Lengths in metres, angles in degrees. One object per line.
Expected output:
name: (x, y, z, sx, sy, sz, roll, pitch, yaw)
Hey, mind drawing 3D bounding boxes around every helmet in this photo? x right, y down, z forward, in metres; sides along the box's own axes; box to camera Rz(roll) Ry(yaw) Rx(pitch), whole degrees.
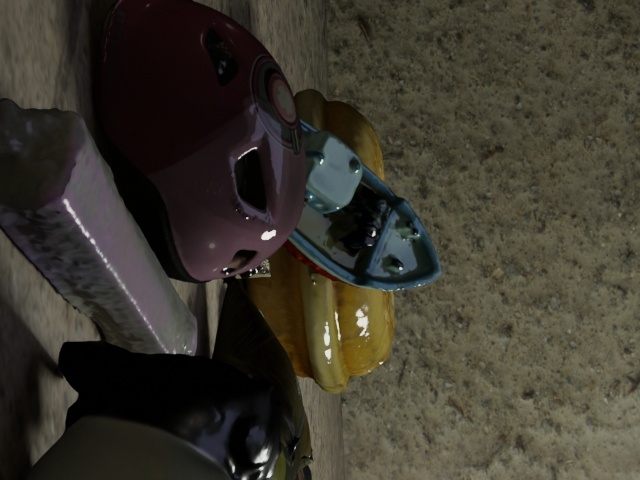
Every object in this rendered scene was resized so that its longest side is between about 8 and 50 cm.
helmet: (-0.087, -0.085, 1.048, 0.198, 0.154, 0.253, -31, 130, -63)

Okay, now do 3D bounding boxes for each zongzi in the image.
zongzi: (-0.084, 0.160, 1.312, 0.221, 0.112, 0.242, -29, 107, -83)

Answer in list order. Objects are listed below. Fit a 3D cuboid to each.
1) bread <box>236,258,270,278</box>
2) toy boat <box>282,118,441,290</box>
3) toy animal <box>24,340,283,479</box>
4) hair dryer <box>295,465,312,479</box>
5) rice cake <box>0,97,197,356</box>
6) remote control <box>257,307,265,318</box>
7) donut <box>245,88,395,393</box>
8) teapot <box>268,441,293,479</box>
bread: (-0.096, 0.022, 1.447, 0.083, 0.070, 0.035, 87, 2, -70)
toy boat: (0.027, -0.040, 1.502, 0.332, 0.133, 0.145, 38, 64, -32)
toy animal: (-0.118, 0.155, 0.780, 0.138, 0.166, 0.179, 56, 35, -35)
hair dryer: (-0.057, 0.421, 1.694, 0.128, 0.070, 0.255, 55, 39, -81)
rice cake: (-0.152, 0.020, 0.882, 0.399, 0.064, 0.070, 74, 19, -65)
remote control: (-0.097, 0.185, 1.475, 0.073, 0.044, 0.229, 58, 35, -55)
donut: (0.000, 0.000, 1.774, 0.449, 0.198, 0.448, -4, 90, -85)
teapot: (-0.100, 0.207, 1.102, 0.165, 0.130, 0.119, 54, -30, 31)
